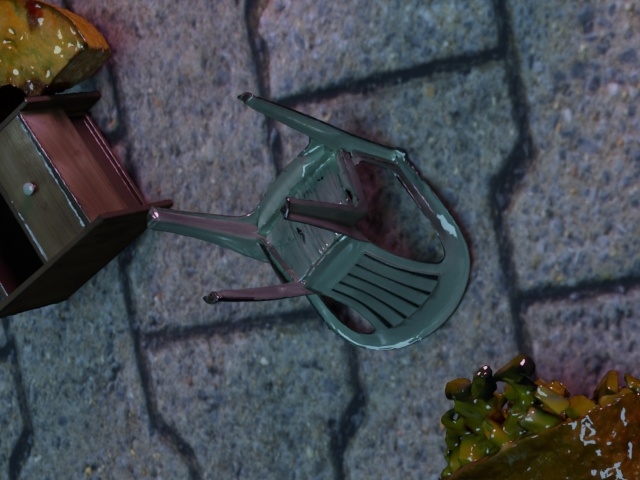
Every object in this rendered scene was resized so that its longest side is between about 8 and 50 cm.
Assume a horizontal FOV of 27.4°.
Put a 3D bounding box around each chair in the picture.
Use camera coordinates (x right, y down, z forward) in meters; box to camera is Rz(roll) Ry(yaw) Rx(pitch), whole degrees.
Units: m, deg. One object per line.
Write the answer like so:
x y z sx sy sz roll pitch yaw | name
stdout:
0.000 0.000 1.377 0.203 0.274 0.190 -50 51 27 | chair

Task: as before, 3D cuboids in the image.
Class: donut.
-0.376 -0.202 1.589 0.295 0.112 0.151 -39 75 27 | donut

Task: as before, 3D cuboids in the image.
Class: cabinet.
-0.328 -0.044 1.565 0.215 0.148 0.175 -38 80 27 | cabinet

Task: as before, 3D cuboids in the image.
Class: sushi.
0.243 0.191 1.289 0.296 0.167 0.179 -26 79 49 | sushi
